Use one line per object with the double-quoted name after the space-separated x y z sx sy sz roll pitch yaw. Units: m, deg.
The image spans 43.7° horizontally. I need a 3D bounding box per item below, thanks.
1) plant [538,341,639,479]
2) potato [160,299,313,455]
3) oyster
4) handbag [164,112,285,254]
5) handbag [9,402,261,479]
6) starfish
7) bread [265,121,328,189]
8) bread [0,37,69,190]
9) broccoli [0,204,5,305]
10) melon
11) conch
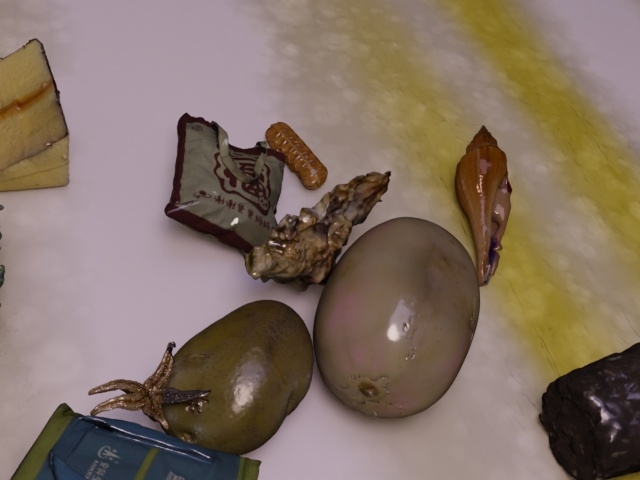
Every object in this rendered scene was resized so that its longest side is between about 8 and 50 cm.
0.488 0.242 1.174 0.320 0.194 0.182 -10 66 -19 "plant"
-0.101 0.171 1.044 0.174 0.159 0.251 27 42 18 "potato"
0.000 0.004 1.185 0.107 0.201 0.354 53 38 9 "oyster"
-0.144 -0.082 1.266 0.212 0.127 0.235 25 48 -29 "handbag"
-0.203 0.319 0.825 0.240 0.223 0.263 14 19 -4 "handbag"
-0.195 0.176 0.951 0.132 0.041 0.130 14 35 4 "starfish"
-0.043 -0.153 1.420 0.052 0.044 0.157 -25 61 -26 "bread"
-0.502 -0.193 1.245 0.178 0.135 0.240 -9 56 -25 "bread"
-0.566 0.029 0.987 0.334 0.272 0.324 -2 11 -11 "broccoli"
0.109 0.106 1.126 0.222 0.223 0.317 23 45 2 "melon"
0.284 -0.067 1.428 0.093 0.109 0.331 -3 64 30 "conch"
